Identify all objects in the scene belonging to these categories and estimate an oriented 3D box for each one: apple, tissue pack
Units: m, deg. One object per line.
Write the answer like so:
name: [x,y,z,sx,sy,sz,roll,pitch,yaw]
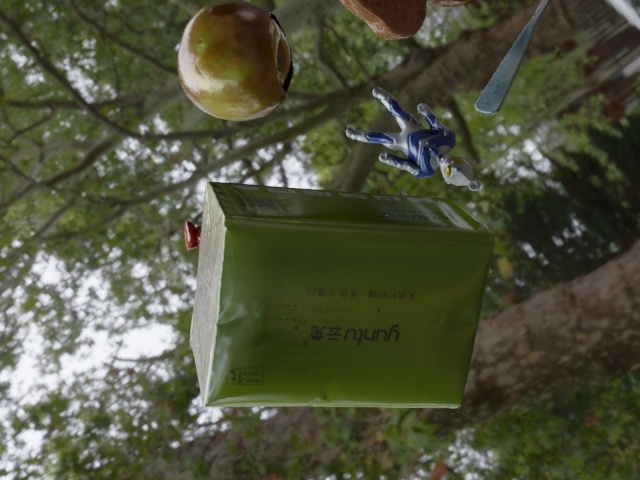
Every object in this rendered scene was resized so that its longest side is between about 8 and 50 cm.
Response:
apple: [-0.149,-0.333,1.673,0.208,0.236,0.237,13,-160,14]
tissue pack: [0.014,0.056,0.936,0.275,0.200,0.167,4,-162,-14]

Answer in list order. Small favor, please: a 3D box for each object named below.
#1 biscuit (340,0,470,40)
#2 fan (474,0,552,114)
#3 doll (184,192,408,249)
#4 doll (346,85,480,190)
biscuit: [0.175,-0.553,1.482,0.078,0.455,0.349,16,134,60]
fan: [0.373,-0.352,1.657,0.057,0.282,0.023,25,172,48]
doll: [0.000,0.000,1.334,0.384,0.099,0.188,-9,-143,-23]
doll: [0.156,-0.149,1.375,0.227,0.114,0.057,35,177,17]
